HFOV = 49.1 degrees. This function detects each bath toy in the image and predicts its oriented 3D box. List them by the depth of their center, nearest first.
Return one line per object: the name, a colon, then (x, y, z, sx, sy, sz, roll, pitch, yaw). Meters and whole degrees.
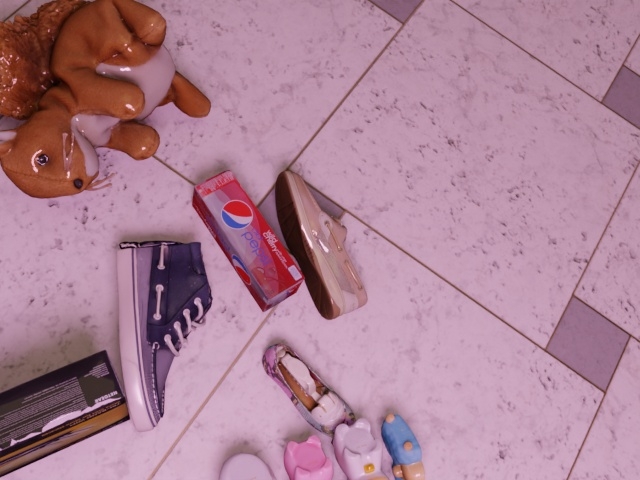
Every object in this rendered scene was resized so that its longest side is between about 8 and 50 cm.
bath toy: (-0.001, 0.409, 1.187, 0.348, 0.129, 0.151, -8, 44, -18)

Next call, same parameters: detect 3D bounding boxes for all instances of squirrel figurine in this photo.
squirrel figurine: (-0.474, -0.262, 1.304, 0.397, 0.281, 0.370, 31, 75, 16)

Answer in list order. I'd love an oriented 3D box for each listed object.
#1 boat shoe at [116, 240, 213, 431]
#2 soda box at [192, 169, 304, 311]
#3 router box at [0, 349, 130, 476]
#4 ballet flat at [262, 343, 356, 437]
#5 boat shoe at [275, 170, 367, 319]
boat shoe: (-0.262, 0.151, 1.223, 0.158, 0.127, 0.341, -7, 70, -8)
soda box: (-0.141, 0.000, 1.333, 0.083, 0.092, 0.263, -30, 78, -21)
router box: (-0.452, 0.286, 1.063, 0.308, 0.243, 0.081, -22, 75, -20)
ballet flat: (-0.017, 0.271, 1.261, 0.221, 0.079, 0.077, 45, 65, 6)
boat shoe: (0.000, 0.000, 1.363, 0.098, 0.109, 0.302, -19, 80, -25)
